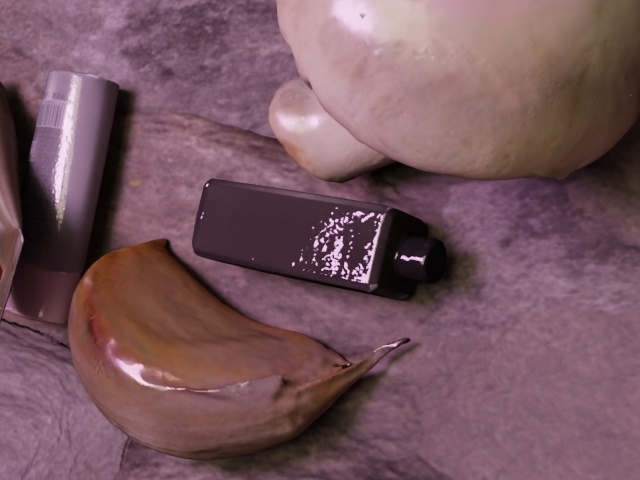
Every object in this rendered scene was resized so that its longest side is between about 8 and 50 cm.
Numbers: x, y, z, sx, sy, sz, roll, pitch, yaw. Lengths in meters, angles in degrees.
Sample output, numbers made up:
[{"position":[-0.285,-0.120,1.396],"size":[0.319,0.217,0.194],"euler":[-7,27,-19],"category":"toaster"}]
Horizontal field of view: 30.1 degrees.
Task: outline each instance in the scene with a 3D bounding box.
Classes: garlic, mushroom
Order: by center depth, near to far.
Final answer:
[{"position":[0.093,-0.190,0.958],"size":[0.356,0.315,0.315],"euler":[10,87,33],"category":"mushroom"},{"position":[-0.108,0.108,1.119],"size":[0.338,0.151,0.196],"euler":[20,69,35],"category":"garlic"}]

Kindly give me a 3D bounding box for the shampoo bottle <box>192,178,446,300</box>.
[{"position":[0.000,0.000,1.101],"size":[0.246,0.080,0.079],"euler":[11,87,32],"category":"shampoo bottle"}]

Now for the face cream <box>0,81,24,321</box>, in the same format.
[{"position":[-0.354,-0.058,1.272],"size":[0.137,0.084,0.341],"euler":[-64,34,33],"category":"face cream"}]

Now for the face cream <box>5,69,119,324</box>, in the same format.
[{"position":[-0.285,-0.046,1.291],"size":[0.107,0.073,0.269],"euler":[7,84,49],"category":"face cream"}]
